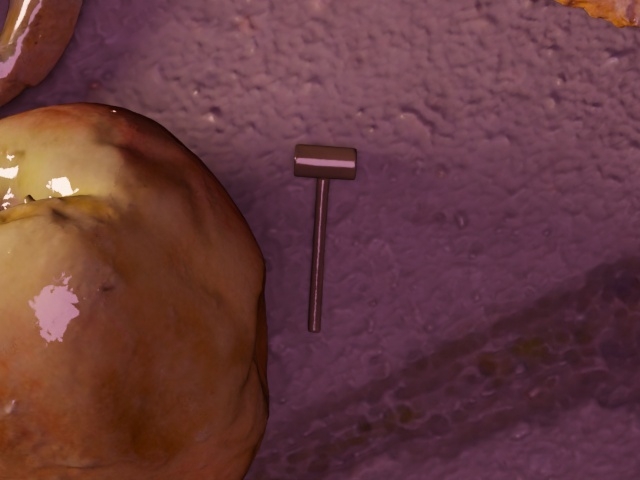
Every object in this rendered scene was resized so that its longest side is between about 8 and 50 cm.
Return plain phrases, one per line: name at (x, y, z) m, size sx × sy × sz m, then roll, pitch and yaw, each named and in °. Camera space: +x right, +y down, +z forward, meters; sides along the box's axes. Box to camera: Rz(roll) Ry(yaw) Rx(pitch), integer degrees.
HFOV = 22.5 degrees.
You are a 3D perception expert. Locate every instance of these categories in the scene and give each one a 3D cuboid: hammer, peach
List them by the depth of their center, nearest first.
peach at (-0.126, 0.056, 0.836) m, size 0.214 × 0.214 × 0.235 m, roll -22°, pitch 119°, yaw 1°
hammer at (0.000, 0.000, 0.927) m, size 0.035 × 0.019 × 0.110 m, roll 3°, pitch 101°, yaw -3°

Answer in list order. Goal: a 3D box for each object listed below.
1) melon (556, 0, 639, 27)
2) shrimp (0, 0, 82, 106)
melon at (0.101, -0.178, 0.892) m, size 0.182 × 0.054 × 0.098 m, roll 9°, pitch 121°, yaw -3°
shrimp at (-0.218, -0.120, 0.883) m, size 0.145 × 0.059 × 0.254 m, roll 33°, pitch 91°, yaw -16°
